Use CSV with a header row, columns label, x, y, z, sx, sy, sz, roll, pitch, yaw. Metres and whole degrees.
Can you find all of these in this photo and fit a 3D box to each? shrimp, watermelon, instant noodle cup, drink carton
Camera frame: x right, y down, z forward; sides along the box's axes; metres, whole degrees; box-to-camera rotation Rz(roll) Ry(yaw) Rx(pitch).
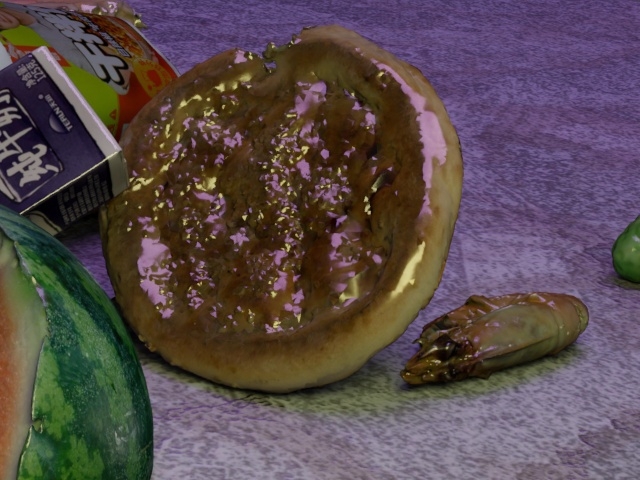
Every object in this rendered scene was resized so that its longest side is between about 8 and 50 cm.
label,x,y,z,sx,sy,sz,roll,pitch,yaw
shrimp,0.154,0.089,1.582,0.145,0.061,0.267,7,20,36
watermelon,-0.247,0.079,1.295,0.292,0.222,0.319,13,20,35
instant noodle cup,-0.331,-0.139,1.838,0.294,0.294,0.308,19,16,37
drink carton,-0.305,-0.056,1.511,0.222,0.134,0.102,-34,-13,-13

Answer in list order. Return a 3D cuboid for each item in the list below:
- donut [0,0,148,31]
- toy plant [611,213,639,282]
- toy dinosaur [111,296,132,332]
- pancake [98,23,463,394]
label,x,y,z,sx,sy,sz,roll,pitch,yaw
donut,-0.396,-0.248,2.296,0.307,0.150,0.371,1,19,-6
toy plant,0.505,-0.066,1.921,0.317,0.211,0.356,-25,15,21
toy dinosaur,-0.181,0.065,1.615,0.058,0.037,0.180,24,28,35
pancake,-0.046,-0.041,1.543,0.382,0.382,0.071,15,-18,29
